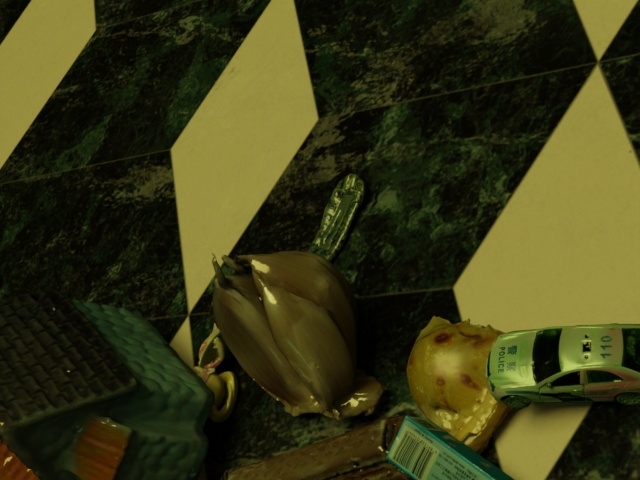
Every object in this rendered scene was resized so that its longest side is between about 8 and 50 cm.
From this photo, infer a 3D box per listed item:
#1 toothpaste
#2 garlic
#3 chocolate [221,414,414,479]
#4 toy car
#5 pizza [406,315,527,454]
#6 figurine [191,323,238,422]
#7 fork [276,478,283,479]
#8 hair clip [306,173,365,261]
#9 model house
[{"bbox_3d":[0.190,0.299,1.746,0.267,0.050,0.065,32,101,41],"label":"toothpaste"},{"bbox_3d":[-0.046,0.123,1.995,0.210,0.292,0.237,-31,5,13],"label":"garlic"},{"bbox_3d":[-0.013,0.308,1.954,0.329,0.065,0.102,-22,50,32],"label":"chocolate"},{"bbox_3d":[0.303,0.142,1.747,0.224,0.076,0.090,-4,60,18],"label":"toy car"},{"bbox_3d":[0.164,0.186,1.869,0.188,0.080,0.204,17,76,47],"label":"pizza"},{"bbox_3d":[-0.154,0.184,2.179,0.083,0.083,0.187,-23,36,29],"label":"figurine"},{"bbox_3d":[0.036,0.332,1.873,0.219,0.028,0.034,13,33,31],"label":"fork"},{"bbox_3d":[0.001,0.001,2.182,0.066,0.036,0.229,17,68,43],"label":"hair clip"},{"bbox_3d":[-0.387,0.250,2.077,0.360,0.339,0.297,41,107,50],"label":"model house"}]
